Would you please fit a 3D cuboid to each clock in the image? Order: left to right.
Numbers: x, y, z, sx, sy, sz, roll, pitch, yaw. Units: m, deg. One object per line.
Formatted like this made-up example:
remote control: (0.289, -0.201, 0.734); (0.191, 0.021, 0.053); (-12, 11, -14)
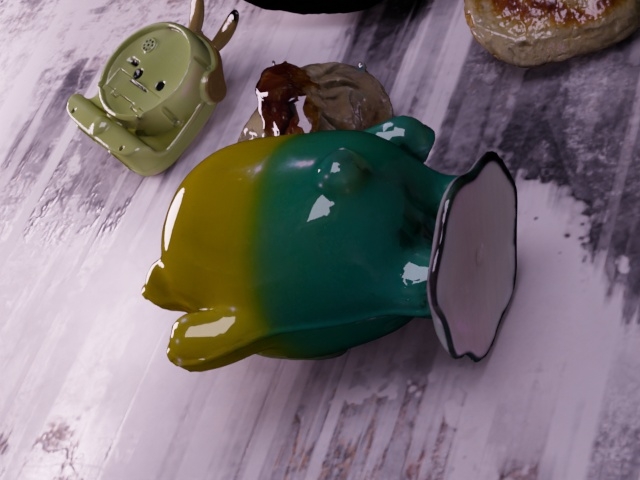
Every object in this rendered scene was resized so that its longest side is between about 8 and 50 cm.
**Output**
clock: (-0.193, -0.201, 1.873); (0.232, 0.069, 0.170); (-51, 49, -4)

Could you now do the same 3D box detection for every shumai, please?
shumai: (-0.028, -0.143, 1.703); (0.201, 0.120, 0.201); (-18, 45, 19)

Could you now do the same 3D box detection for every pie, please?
pie: (0.256, -0.273, 1.672); (0.205, 0.084, 0.179); (-15, 43, 16)

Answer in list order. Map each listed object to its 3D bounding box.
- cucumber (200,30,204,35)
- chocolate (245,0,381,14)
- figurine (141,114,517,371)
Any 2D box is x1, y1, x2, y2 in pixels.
cucumber: (-0.185, -0.215, 1.945); (0.107, 0.035, 0.067); (-30, 53, 12)
chocolate: (0.017, -0.425, 1.892); (0.340, 0.225, 0.210); (3, 39, 35)
figurine: (0.000, 0.000, 1.456); (0.340, 0.231, 0.323); (3, 50, 29)
